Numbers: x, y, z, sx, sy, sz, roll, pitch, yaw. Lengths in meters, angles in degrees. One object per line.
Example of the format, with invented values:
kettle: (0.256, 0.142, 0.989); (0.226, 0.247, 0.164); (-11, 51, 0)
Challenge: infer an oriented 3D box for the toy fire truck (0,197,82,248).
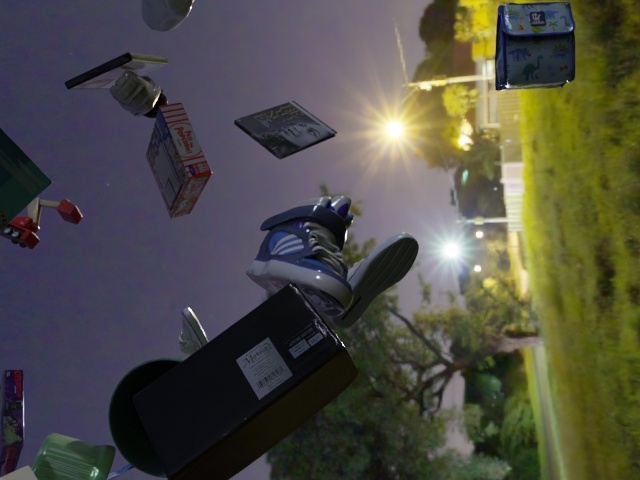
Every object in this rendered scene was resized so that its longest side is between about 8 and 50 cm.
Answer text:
toy fire truck: (-0.667, -0.053, 1.341); (0.047, 0.192, 0.135); (87, -152, -58)

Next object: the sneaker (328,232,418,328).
sneaker: (0.101, 0.072, 1.254); (0.094, 0.258, 0.091); (37, -164, -28)

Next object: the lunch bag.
lunch bag: (0.388, -0.356, 1.058); (0.096, 0.129, 0.151); (-27, -63, -85)

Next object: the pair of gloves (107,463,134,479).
pair of gloves: (-0.556, 0.628, 1.570); (0.159, 0.198, 0.023); (-13, -106, -52)

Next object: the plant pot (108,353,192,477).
plant pot: (-0.366, 0.430, 1.529); (0.235, 0.293, 0.292); (-13, -78, -86)

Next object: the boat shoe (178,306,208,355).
boat shoe: (-0.417, 0.328, 1.890); (0.096, 0.088, 0.267); (48, 156, 41)

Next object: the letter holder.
letter holder: (-0.097, 0.251, 0.931); (0.152, 0.302, 0.214); (48, 170, 36)

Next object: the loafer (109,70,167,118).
loafer: (-0.453, -0.359, 1.497); (0.111, 0.112, 0.319); (41, -175, -12)

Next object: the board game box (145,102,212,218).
board game box: (-0.272, -0.144, 1.093); (0.146, 0.045, 0.193); (66, 151, 8)

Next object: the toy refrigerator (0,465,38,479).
toy refrigerator: (-0.434, 0.476, 0.898); (0.094, 0.270, 0.102); (-18, -60, -41)

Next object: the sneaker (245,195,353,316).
sneaker: (0.000, 0.000, 1.081); (0.130, 0.323, 0.236); (42, -107, -24)

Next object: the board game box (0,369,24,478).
board game box: (-0.760, 0.499, 1.386); (0.346, 0.056, 0.208); (-60, 35, 30)

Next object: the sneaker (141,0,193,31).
sneaker: (-0.178, -0.311, 0.635); (0.094, 0.212, 0.080); (-10, -103, -35)

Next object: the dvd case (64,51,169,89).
dvd case: (-0.508, -0.426, 1.477); (0.253, 0.180, 0.022); (-70, -42, -74)

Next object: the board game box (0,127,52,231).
board game box: (-0.734, -0.088, 1.119); (0.336, 0.079, 0.253); (-52, -35, -21)

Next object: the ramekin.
ramekin: (-0.580, 0.568, 1.250); (0.303, 0.148, 0.303); (-56, 16, 25)

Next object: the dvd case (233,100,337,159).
dvd case: (-0.085, -0.287, 1.485); (0.221, 0.164, 0.018); (-31, -28, -43)
